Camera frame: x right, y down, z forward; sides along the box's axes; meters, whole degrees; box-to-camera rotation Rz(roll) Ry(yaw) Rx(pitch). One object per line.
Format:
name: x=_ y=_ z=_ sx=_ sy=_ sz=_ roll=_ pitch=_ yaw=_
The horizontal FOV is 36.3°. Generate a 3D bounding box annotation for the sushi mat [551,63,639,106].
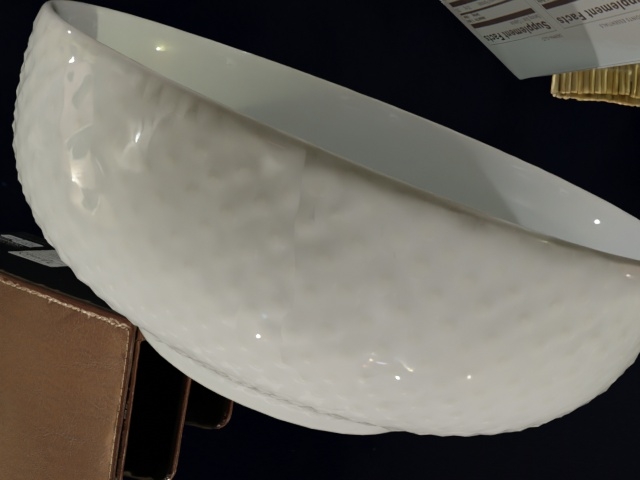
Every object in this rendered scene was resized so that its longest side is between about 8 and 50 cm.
sushi mat: x=0.281 y=-0.273 z=0.862 sx=0.151 sy=0.019 sz=0.316 roll=6 pitch=-95 yaw=-13

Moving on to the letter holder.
letter holder: x=-0.242 y=0.129 z=0.893 sx=0.302 sy=0.152 sz=0.214 roll=15 pitch=-81 yaw=31

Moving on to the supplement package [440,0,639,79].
supplement package: x=0.105 y=-0.240 z=0.456 sx=0.263 sy=0.198 sz=0.199 roll=40 pitch=-94 yaw=-14

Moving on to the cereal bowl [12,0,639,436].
cereal bowl: x=0.000 y=0.000 z=0.508 sx=0.339 sy=0.339 sz=0.141 roll=23 pitch=-78 yaw=8
